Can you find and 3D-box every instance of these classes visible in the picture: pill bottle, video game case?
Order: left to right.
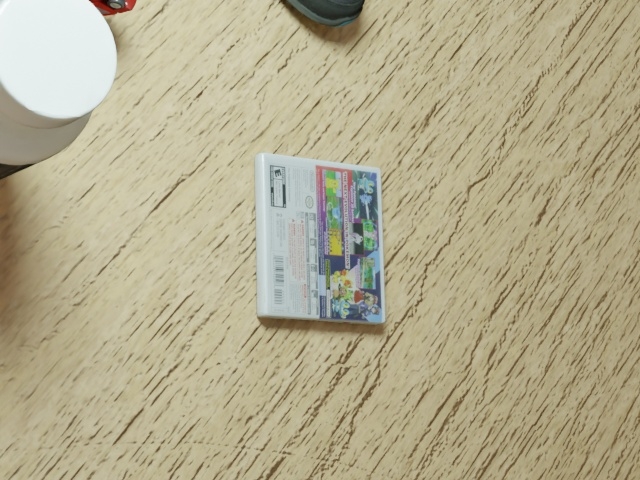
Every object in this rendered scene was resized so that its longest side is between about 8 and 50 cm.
[{"bbox_3d":[-0.331,-0.150,1.631,0.176,0.318,0.176,7,77,-34],"label":"pill bottle"},{"bbox_3d":[0.000,0.000,2.028,0.183,0.023,0.201,6,77,-35],"label":"video game case"}]

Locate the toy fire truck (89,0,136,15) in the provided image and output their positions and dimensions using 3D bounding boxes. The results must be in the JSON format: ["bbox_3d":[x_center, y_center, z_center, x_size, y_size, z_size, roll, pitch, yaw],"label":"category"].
[{"bbox_3d":[-0.310,-0.297,1.807,0.192,0.135,0.047,27,65,-45],"label":"toy fire truck"}]

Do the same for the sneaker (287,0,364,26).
[{"bbox_3d":[-0.017,-0.429,2.020,0.125,0.140,0.340,-27,99,-38],"label":"sneaker"}]
